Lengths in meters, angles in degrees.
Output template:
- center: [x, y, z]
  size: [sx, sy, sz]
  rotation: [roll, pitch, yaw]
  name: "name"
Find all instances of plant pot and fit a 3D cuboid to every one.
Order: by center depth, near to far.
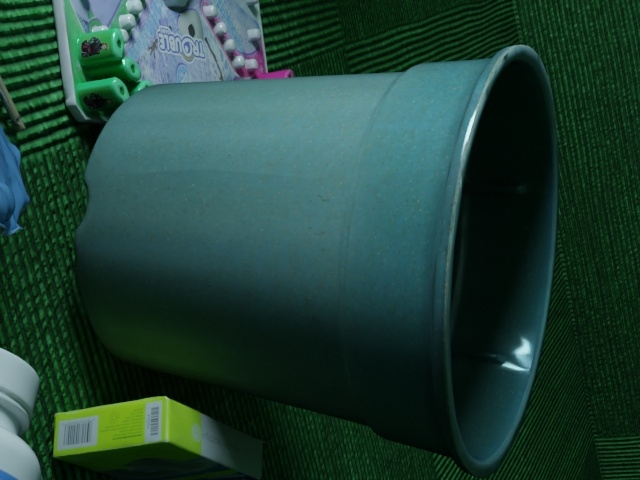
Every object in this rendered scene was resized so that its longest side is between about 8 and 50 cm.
- center: [0.000, 0.000, 1.029]
  size: [0.341, 0.334, 0.341]
  rotation: [7, 90, -67]
  name: "plant pot"

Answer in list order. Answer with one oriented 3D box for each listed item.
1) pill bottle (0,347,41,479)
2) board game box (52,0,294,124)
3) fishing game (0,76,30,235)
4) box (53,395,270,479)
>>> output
- center: [-0.241, 0.177, 0.743]
  size: [0.124, 0.124, 0.221]
  rotation: [53, 36, -47]
  name: "pill bottle"
- center: [-0.141, -0.304, 1.209]
  size: [0.390, 0.050, 0.390]
  rotation: [-5, 87, -66]
  name: "board game box"
- center: [-0.250, -0.087, 0.830]
  size: [0.264, 0.041, 0.189]
  rotation: [-108, 176, -64]
  name: "fishing game"
- center: [-0.127, 0.175, 1.018]
  size: [0.178, 0.109, 0.042]
  rotation: [40, 44, -57]
  name: "box"
